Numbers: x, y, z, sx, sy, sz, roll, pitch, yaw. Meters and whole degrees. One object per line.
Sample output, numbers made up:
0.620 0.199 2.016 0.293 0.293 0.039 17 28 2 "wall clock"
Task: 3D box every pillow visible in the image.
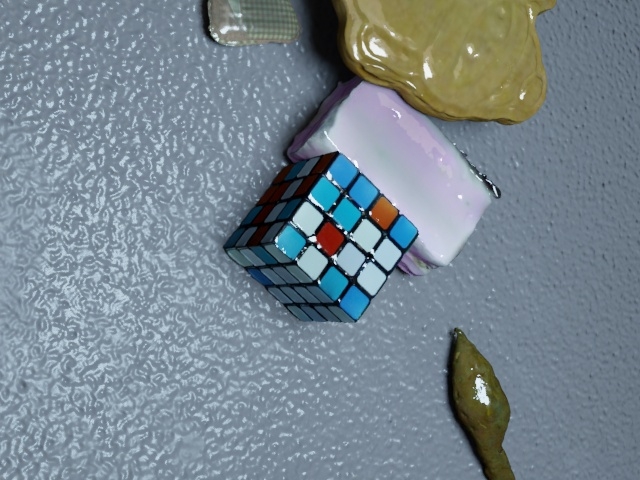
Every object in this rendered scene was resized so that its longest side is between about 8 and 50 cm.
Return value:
-0.099 -0.359 1.315 0.135 0.034 0.211 -9 88 -27 "pillow"

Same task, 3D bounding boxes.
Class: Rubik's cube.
0.000 0.000 1.268 0.154 0.155 0.151 43 68 -18 "Rubik's cube"

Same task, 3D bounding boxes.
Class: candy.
0.098 -0.090 1.351 0.265 0.116 0.155 44 67 -18 "candy"

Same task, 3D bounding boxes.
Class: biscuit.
0.179 -0.312 1.319 0.351 0.057 0.312 29 77 -23 "biscuit"

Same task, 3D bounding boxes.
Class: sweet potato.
0.235 0.255 1.422 0.075 0.075 0.269 -23 100 -28 "sweet potato"
